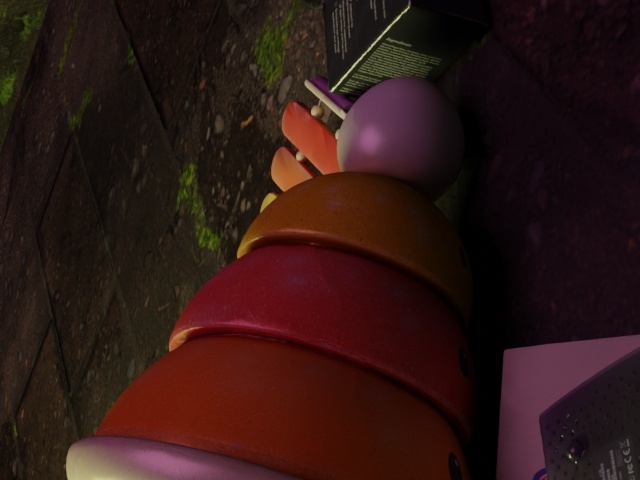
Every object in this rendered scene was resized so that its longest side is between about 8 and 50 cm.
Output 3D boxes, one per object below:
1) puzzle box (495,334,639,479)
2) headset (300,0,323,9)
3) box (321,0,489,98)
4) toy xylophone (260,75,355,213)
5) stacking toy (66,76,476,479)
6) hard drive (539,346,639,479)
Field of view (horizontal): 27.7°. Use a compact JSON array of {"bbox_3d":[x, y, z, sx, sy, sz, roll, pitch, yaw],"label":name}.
[{"bbox_3d":[0.245,0.190,0.822,0.409,0.052,0.272,-15,67,61],"label":"puzzle box"},{"bbox_3d":[0.005,-0.445,1.396,0.243,0.185,0.394,-126,41,-55],"label":"headset"},{"bbox_3d":[0.078,-0.238,1.272,0.158,0.093,0.156,-43,43,51],"label":"box"},{"bbox_3d":[0.000,0.000,1.346,0.236,0.081,0.322,36,112,61],"label":"toy xylophone"},{"bbox_3d":[0.021,0.059,1.109,0.350,0.351,0.480,-22,45,59],"label":"stacking toy"},{"bbox_3d":[0.230,0.135,0.755,0.255,0.054,0.172,-42,44,50],"label":"hard drive"}]
